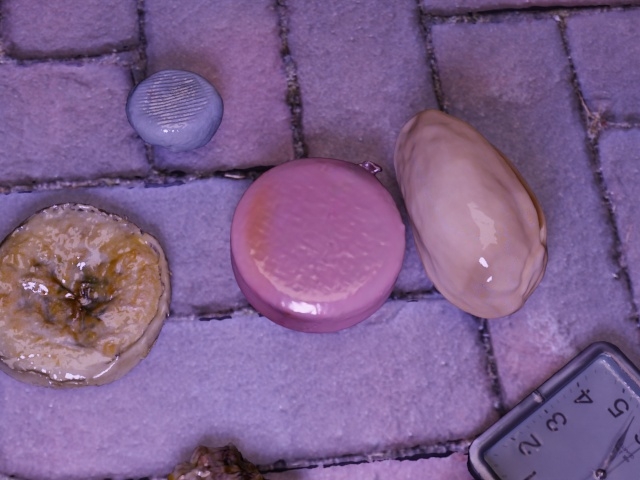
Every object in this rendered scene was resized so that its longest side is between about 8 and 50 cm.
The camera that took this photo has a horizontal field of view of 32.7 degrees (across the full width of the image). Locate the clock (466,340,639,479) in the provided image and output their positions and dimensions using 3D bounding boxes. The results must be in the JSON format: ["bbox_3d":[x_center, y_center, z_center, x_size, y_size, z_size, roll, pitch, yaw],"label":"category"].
[{"bbox_3d":[0.367,0.302,1.421,0.279,0.049,0.273,-35,72,-18],"label":"clock"}]

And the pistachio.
[{"bbox_3d":[0.201,-0.033,1.500,0.187,0.187,0.299,-20,62,-13],"label":"pistachio"}]

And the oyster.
[{"bbox_3d":[-0.101,0.341,1.315,0.223,0.083,0.214,43,36,17],"label":"oyster"}]

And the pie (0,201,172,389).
[{"bbox_3d":[-0.334,0.072,1.469,0.274,0.055,0.274,2,66,-4],"label":"pie"}]

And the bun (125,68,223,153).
[{"bbox_3d":[-0.211,-0.183,1.583,0.140,0.083,0.141,3,55,-4],"label":"bun"}]

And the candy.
[{"bbox_3d":[0.000,0.000,1.506,0.255,0.094,0.255,2,65,-4],"label":"candy"}]
